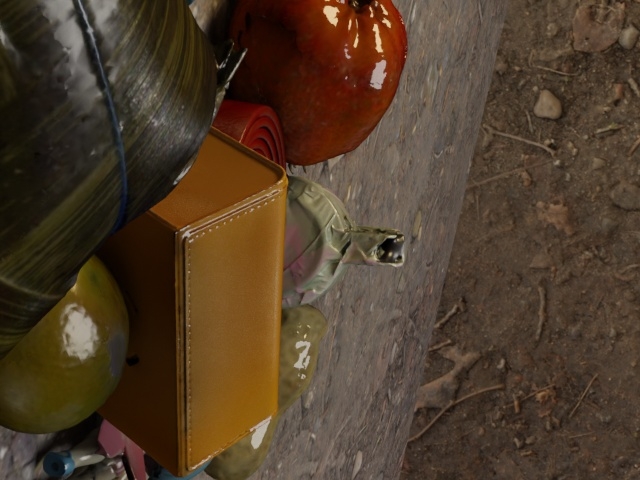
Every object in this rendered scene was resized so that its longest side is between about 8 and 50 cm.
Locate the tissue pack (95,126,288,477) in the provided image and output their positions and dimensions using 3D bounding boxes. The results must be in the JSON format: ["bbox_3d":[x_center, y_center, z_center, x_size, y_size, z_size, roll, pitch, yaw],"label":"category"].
[{"bbox_3d":[-0.136,0.042,1.163,0.145,0.194,0.274,-25,134,-35],"label":"tissue pack"}]

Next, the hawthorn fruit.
[{"bbox_3d":[-0.014,-0.180,1.473,0.299,0.211,0.211,109,8,-45],"label":"hawthorn fruit"}]

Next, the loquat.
[{"bbox_3d":[-0.229,0.070,1.043,0.152,0.152,0.195,-58,148,-48],"label":"loquat"}]

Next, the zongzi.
[{"bbox_3d":[-0.255,-0.072,0.774,0.432,0.208,0.403,-57,153,-20],"label":"zongzi"}]

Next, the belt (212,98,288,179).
[{"bbox_3d":[-0.116,-0.010,1.388,0.227,0.115,0.323,-64,161,-45],"label":"belt"}]

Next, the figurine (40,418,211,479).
[{"bbox_3d":[-0.203,0.245,1.354,0.260,0.103,0.205,-12,114,-62],"label":"figurine"}]

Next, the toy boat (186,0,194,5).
[{"bbox_3d":[-0.144,-0.274,1.122,0.215,0.088,0.102,30,71,-72],"label":"toy boat"}]

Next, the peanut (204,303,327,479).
[{"bbox_3d":[-0.086,0.189,1.631,0.256,0.124,0.123,-61,165,2],"label":"peanut"}]

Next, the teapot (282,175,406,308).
[{"bbox_3d":[-0.007,-0.013,1.611,0.178,0.222,0.163,-16,84,-77],"label":"teapot"}]
